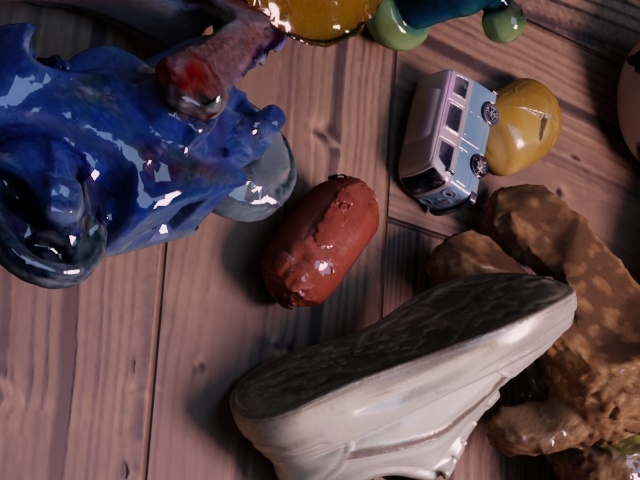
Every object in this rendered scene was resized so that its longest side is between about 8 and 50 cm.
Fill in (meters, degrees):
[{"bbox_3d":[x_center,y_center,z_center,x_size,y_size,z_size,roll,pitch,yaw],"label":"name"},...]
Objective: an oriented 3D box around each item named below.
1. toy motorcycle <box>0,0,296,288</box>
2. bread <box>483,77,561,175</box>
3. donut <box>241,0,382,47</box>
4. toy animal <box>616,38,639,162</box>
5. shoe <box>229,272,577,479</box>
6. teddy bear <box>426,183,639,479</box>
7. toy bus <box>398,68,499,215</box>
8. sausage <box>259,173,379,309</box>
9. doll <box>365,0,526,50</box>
[{"bbox_3d":[-0.170,-0.086,1.342,0.319,0.241,0.182,-19,136,-51],"label":"toy motorcycle"},{"bbox_3d":[0.196,-0.112,1.753,0.115,0.056,0.082,-26,101,-44],"label":"bread"},{"bbox_3d":[-0.044,-0.291,1.484,0.272,0.107,0.272,-10,103,-51],"label":"donut"},{"bbox_3d":[0.415,-0.153,1.899,0.235,0.165,0.187,-17,106,-47],"label":"toy animal"},{"bbox_3d":[0.083,0.143,1.516,0.316,0.124,0.159,-18,111,-18],"label":"shoe"},{"bbox_3d":[0.228,0.118,1.693,0.296,0.222,0.246,35,41,15],"label":"teddy bear"},{"bbox_3d":[0.114,-0.092,1.667,0.075,0.060,0.123,31,59,-31],"label":"toy bus"},{"bbox_3d":[0.000,0.000,1.527,0.076,0.076,0.141,56,50,-21],"label":"sausage"},{"bbox_3d":[0.162,-0.308,1.671,0.198,0.186,0.322,55,53,-23],"label":"doll"}]
